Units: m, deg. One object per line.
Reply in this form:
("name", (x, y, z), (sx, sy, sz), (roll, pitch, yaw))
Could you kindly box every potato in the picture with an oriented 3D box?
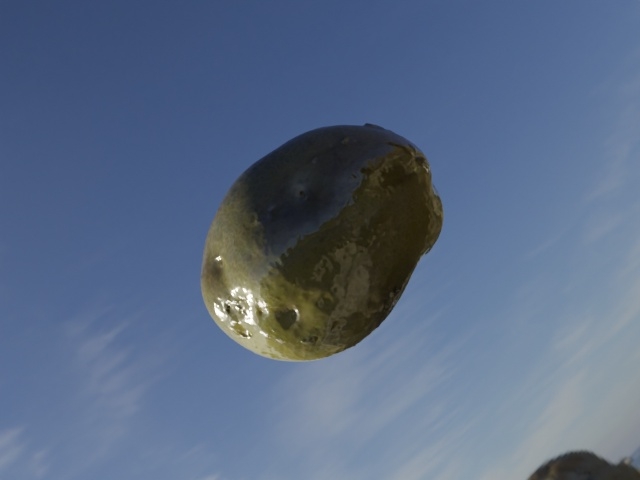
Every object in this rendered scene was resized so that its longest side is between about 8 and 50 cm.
("potato", (0.000, 0.000, 0.740), (0.235, 0.178, 0.160), (-36, 9, 13))
